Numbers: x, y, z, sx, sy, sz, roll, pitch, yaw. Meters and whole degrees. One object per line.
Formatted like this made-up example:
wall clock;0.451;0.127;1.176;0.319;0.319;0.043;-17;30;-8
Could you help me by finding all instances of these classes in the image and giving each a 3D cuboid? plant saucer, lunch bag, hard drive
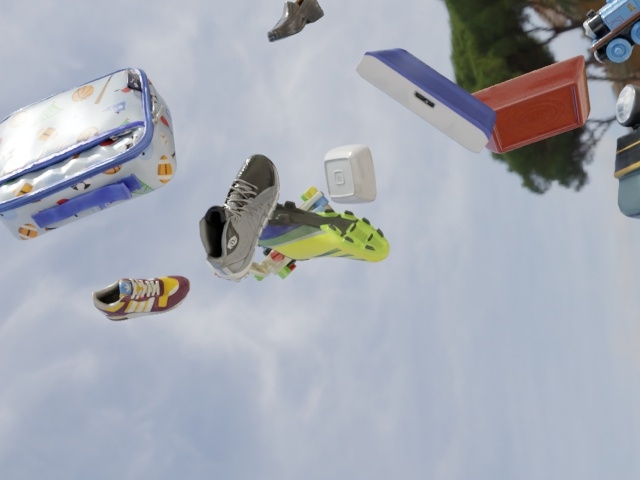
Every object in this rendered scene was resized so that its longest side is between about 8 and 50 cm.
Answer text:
plant saucer;0.473;-0.285;1.905;0.259;0.258;0.048;44;-150;-63
lunch bag;-0.365;-0.135;1.319;0.243;0.303;0.115;-104;-11;-45
hard drive;0.176;-0.227;1.333;0.210;0.040;0.319;35;-162;3

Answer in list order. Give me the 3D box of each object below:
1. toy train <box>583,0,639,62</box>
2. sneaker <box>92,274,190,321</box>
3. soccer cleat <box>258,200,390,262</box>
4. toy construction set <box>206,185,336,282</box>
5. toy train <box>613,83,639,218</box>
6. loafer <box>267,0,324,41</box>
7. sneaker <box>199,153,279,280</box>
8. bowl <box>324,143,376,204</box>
toy train;0.545;-0.391;1.492;0.105;0.184;0.080;52;-149;-4
sneaker;-0.344;0.103;1.647;0.084;0.185;0.070;63;-171;-59
soccer cleat;0.000;-0.001;1.734;0.093;0.289;0.121;-63;-17;-48
toy construction set;-0.086;0.006;1.915;0.151;0.327;0.215;60;-161;-2
toy train;0.522;-0.101;1.062;0.142;0.334;0.190;146;133;-80
loafer;-0.058;-0.440;1.688;0.170;0.062;0.061;-49;-59;-46
sneaker;-0.138;-0.055;1.425;0.132;0.086;0.229;46;-126;-65
bowl;0.061;-0.151;2.002;0.053;0.142;0.142;-13;-82;-41
